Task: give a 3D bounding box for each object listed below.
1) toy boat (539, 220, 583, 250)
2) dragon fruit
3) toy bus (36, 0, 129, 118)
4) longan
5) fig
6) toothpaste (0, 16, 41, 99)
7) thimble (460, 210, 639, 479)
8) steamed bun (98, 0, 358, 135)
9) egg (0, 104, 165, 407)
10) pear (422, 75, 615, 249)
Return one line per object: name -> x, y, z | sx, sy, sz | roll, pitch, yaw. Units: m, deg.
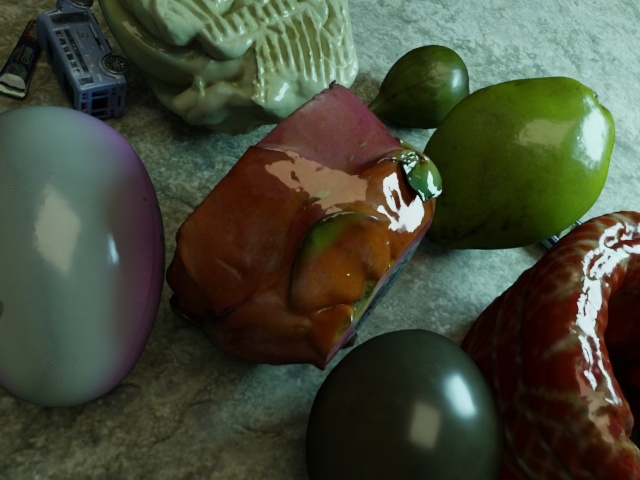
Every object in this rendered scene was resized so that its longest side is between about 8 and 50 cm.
toy boat -> 0.367, 0.004, 0.836 | 0.228, 0.046, 0.080 | 35, 55, 2
dragon fruit -> 0.000, 0.000, 0.559 | 0.189, 0.291, 0.291 | 37, 55, 3
toy bus -> -0.297, -0.233, 0.705 | 0.076, 0.073, 0.168 | -21, 71, -30
longan -> 0.075, 0.186, 0.530 | 0.197, 0.198, 0.213 | 20, 80, -9
fig -> 0.111, -0.197, 0.842 | 0.236, 0.124, 0.124 | -31, 73, -8
toothpaste -> -0.369, -0.235, 0.714 | 0.037, 0.021, 0.140 | 18, 57, -23
thimble -> 0.329, 0.164, 0.616 | 0.349, 0.231, 0.351 | 9, 56, -14
steamed bun -> -0.127, -0.269, 0.722 | 0.288, 0.203, 0.276 | -10, 90, -25
egg -> -0.240, 0.010, 0.514 | 0.196, 0.196, 0.272 | 4, 71, -18
pear -> 0.238, -0.093, 0.730 | 0.212, 0.269, 0.212 | 45, 19, -20
